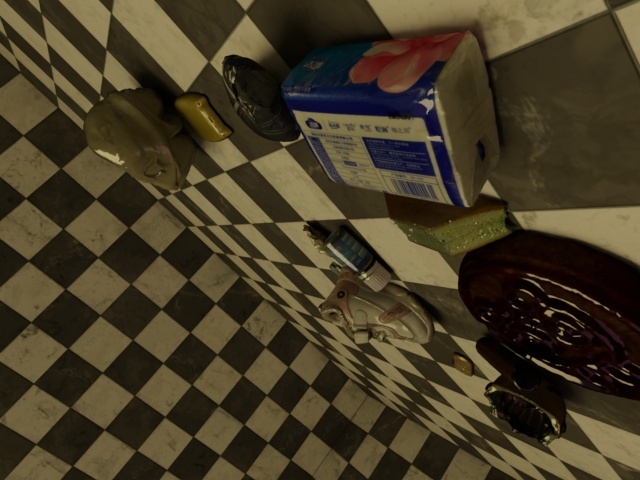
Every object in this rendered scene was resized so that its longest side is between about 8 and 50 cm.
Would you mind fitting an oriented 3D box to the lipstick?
[{"bbox_3d":[0.407,0.266,0.983,0.057,0.057,0.357,37,-178,9],"label":"lipstick"}]

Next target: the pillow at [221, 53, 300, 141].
[{"bbox_3d":[-0.099,-0.243,0.774,0.161,0.092,0.335,40,-169,-15],"label":"pillow"}]

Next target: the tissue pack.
[{"bbox_3d":[0.099,-0.171,0.630,0.270,0.137,0.209,17,149,44],"label":"tissue pack"}]

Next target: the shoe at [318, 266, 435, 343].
[{"bbox_3d":[0.165,0.233,1.334,0.351,0.198,0.171,30,161,31],"label":"shoe"}]

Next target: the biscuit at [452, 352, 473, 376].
[{"bbox_3d":[0.467,0.410,1.448,0.071,0.018,0.147,24,155,33],"label":"biscuit"}]

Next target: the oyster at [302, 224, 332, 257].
[{"bbox_3d":[0.007,0.004,1.338,0.148,0.051,0.103,51,172,-7],"label":"oyster"}]

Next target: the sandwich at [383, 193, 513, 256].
[{"bbox_3d":[0.204,-0.040,0.800,0.258,0.096,0.094,21,160,49],"label":"sandwich"}]

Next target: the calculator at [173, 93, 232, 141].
[{"bbox_3d":[-0.340,-0.339,1.238,0.237,0.033,0.157,18,152,54],"label":"calculator"}]

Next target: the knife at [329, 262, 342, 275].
[{"bbox_3d":[0.097,0.131,1.505,0.162,0.023,0.044,38,158,5],"label":"knife"}]

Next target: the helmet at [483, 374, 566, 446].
[{"bbox_3d":[0.537,0.408,1.135,0.198,0.130,0.224,21,144,35],"label":"helmet"}]

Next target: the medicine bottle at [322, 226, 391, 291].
[{"bbox_3d":[0.103,0.054,1.221,0.203,0.083,0.083,41,162,-8],"label":"medicine bottle"}]

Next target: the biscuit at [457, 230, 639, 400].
[{"bbox_3d":[0.433,0.149,0.797,0.407,0.091,0.407,34,161,14],"label":"biscuit"}]

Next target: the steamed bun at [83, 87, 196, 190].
[{"bbox_3d":[-0.508,-0.322,1.317,0.324,0.219,0.309,34,-163,-28],"label":"steamed bun"}]
